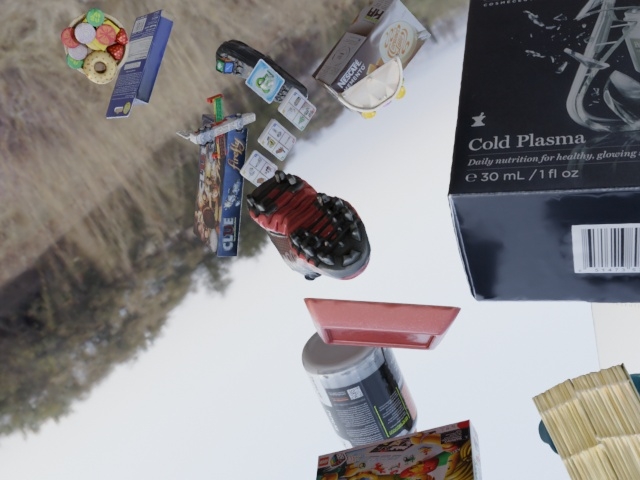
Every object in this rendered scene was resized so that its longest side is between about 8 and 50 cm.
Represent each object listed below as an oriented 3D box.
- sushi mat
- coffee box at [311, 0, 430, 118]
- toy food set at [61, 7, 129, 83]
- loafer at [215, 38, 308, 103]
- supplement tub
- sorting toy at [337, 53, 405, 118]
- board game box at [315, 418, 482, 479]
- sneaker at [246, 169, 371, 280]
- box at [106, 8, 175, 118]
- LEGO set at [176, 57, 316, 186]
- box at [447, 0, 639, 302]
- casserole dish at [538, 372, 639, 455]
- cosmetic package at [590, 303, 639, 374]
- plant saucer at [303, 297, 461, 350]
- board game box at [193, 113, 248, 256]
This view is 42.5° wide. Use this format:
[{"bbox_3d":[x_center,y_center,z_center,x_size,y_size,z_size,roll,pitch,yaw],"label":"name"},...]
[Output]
[{"bbox_3d":[0.391,0.319,1.040,0.019,0.316,0.151,-14,166,-39],"label":"sushi mat"},{"bbox_3d":[0.115,-0.423,1.885,0.246,0.141,0.098,-52,-142,2],"label":"coffee box"},{"bbox_3d":[-0.281,-0.245,1.033,0.083,0.082,0.020,-54,-153,-2],"label":"toy food set"},{"bbox_3d":[-0.120,-0.369,1.783,0.078,0.223,0.076,-56,175,-37],"label":"loafer"},{"bbox_3d":[0.098,0.341,1.822,0.194,0.316,0.193,-19,-154,10],"label":"supplement tub"},{"bbox_3d":[0.069,-0.180,0.967,0.083,0.045,0.075,-32,-169,17],"label":"sorting toy"},{"bbox_3d":[0.133,0.437,1.455,0.305,0.053,0.193,-19,-149,18],"label":"board game box"},{"bbox_3d":[0.000,0.000,1.106,0.097,0.135,0.276,-40,-148,-10],"label":"sneaker"},{"bbox_3d":[-0.368,-0.350,1.673,0.136,0.036,0.225,10,-99,55],"label":"box"},{"bbox_3d":[-0.129,-0.215,1.419,0.060,0.244,0.182,32,-91,37],"label":"LEGO set"},{"bbox_3d":[0.475,-0.172,1.315,0.480,0.297,0.471,-2,-128,19],"label":"box"},{"bbox_3d":[0.408,0.258,1.179,0.188,0.037,0.114,-23,-147,18],"label":"casserole dish"},{"bbox_3d":[0.698,0.255,1.648,0.230,0.453,0.161,4,-154,45],"label":"cosmetic package"},{"bbox_3d":[0.105,0.153,1.452,0.259,0.047,0.258,4,165,4],"label":"plant saucer"},{"bbox_3d":[-0.194,-0.108,1.574,0.042,0.243,0.165,-1,-164,-25],"label":"board game box"}]
